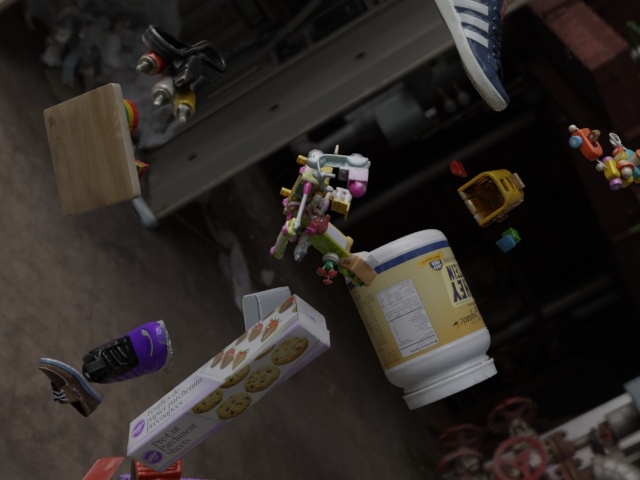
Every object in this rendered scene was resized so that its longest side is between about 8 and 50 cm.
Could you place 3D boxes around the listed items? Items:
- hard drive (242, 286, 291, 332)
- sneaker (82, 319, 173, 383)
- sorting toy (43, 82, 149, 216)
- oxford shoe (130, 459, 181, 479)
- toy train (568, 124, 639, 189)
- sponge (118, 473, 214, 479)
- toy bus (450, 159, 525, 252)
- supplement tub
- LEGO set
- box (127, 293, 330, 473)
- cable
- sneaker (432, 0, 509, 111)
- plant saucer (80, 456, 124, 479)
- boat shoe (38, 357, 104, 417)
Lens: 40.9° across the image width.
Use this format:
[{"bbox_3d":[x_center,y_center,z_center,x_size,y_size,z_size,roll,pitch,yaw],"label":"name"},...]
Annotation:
[{"bbox_3d":[-0.114,0.220,2.042,0.307,0.040,0.203,-1,84,-79],"label":"hard drive"},{"bbox_3d":[-0.427,0.256,1.844,0.146,0.293,0.102,-10,75,-38],"label":"sneaker"},{"bbox_3d":[-0.505,-0.204,1.984,0.089,0.255,0.257,-10,89,-54],"label":"sorting toy"},{"bbox_3d":[-0.260,0.437,1.356,0.096,0.098,0.271,9,56,-18],"label":"oxford shoe"},{"bbox_3d":[0.476,-0.146,1.390,0.166,0.046,0.125,-8,65,-45],"label":"toy train"},{"bbox_3d":[-0.319,0.547,1.768,0.031,0.210,0.117,30,60,-71],"label":"sponge"},{"bbox_3d":[0.376,-0.099,1.814,0.191,0.104,0.202,35,34,-30],"label":"toy bus"},{"bbox_3d":[0.205,0.159,1.741,0.316,0.228,0.228,67,11,9],"label":"supplement tub"},{"bbox_3d":[0.000,0.000,1.129,0.287,0.132,0.107,82,20,-56],"label":"LEGO set"},{"bbox_3d":[-0.127,0.196,1.151,0.067,0.324,0.063,41,21,-30],"label":"box"},{"bbox_3d":[-0.219,-0.274,1.332,0.139,0.072,0.287,54,14,-17],"label":"cable"},{"bbox_3d":[0.339,-0.441,1.765,0.350,0.148,0.131,68,12,11],"label":"sneaker"},{"bbox_3d":[-0.518,0.563,1.721,0.047,0.259,0.258,38,9,-3],"label":"plant saucer"},{"bbox_3d":[-0.534,0.315,1.823,0.183,0.066,0.066,50,51,-38],"label":"boat shoe"}]
